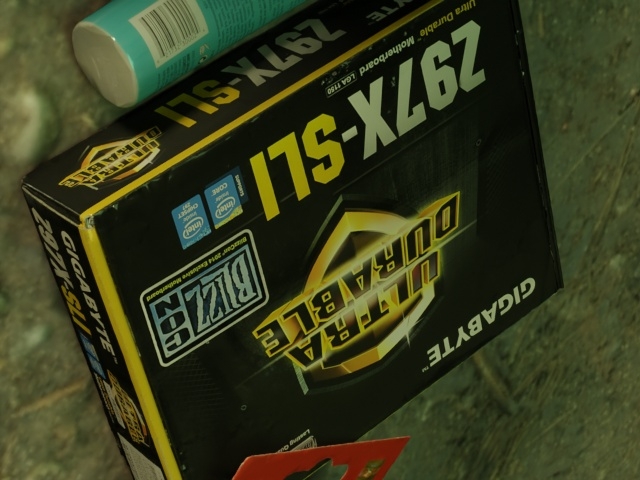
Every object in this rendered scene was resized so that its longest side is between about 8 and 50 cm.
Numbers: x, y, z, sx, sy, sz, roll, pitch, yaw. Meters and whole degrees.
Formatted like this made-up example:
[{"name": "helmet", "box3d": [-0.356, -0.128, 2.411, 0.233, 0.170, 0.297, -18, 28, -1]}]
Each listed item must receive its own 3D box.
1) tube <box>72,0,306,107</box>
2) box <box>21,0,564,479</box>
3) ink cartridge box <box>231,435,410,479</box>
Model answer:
[{"name": "tube", "box3d": [-0.044, -0.147, 0.942, 0.207, 0.052, 0.080, -37, 135, -30]}, {"name": "box", "box3d": [0.000, 0.000, 1.030, 0.322, 0.079, 0.257, -33, 127, -26]}, {"name": "ink cartridge box", "box3d": [-0.036, 0.234, 1.057, 0.189, 0.066, 0.232, 3, 129, -56]}]
